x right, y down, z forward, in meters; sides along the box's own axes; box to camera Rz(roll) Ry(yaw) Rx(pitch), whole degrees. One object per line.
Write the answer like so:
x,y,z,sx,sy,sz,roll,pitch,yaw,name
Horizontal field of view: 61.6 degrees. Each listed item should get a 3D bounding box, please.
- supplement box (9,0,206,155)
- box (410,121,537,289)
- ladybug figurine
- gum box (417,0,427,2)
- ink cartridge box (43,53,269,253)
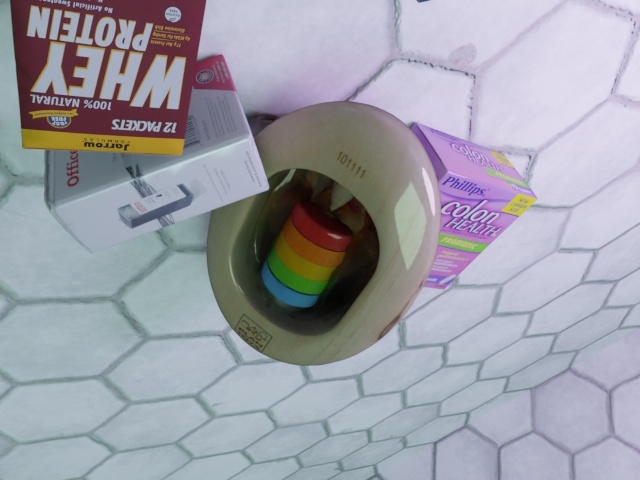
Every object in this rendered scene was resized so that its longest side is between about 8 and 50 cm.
-0.182,-0.207,0.452,0.129,0.194,0.191,-1,138,-25,supplement box
0.184,-0.043,0.890,0.213,0.117,0.243,10,132,-34,box
0.000,0.000,0.761,0.449,0.305,0.162,-55,175,37,ladybug figurine
0.189,-0.356,0.576,0.184,0.041,0.157,-16,142,-8,gum box
-0.186,-0.100,0.608,0.218,0.158,0.092,-19,143,-3,ink cartridge box
